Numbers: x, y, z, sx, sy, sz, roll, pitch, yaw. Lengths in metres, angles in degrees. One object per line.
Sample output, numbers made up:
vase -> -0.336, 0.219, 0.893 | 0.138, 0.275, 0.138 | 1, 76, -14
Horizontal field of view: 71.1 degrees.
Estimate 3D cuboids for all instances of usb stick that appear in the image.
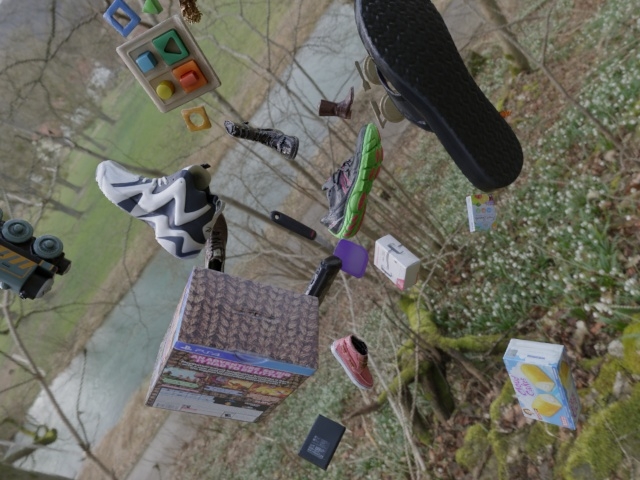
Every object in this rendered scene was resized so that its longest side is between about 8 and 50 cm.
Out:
usb stick -> -0.027, 0.155, 1.110 | 0.045, 0.077, 0.278 | 40, 120, 23

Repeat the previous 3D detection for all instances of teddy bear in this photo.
teddy bear -> -0.402, -0.819, 1.388 | 0.338, 0.113, 0.245 | 176, 84, -81

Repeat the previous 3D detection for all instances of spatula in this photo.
spatula -> 0.000, 0.000, 1.110 | 0.030, 0.296, 0.084 | -8, 56, 57

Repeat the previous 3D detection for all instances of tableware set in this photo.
tableware set -> 0.171, -0.406, 1.193 | 0.128, 0.194, 0.039 | -29, 17, -10

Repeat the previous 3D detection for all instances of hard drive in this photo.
hard drive -> 0.006, 0.594, 1.327 | 0.094, 0.022, 0.135 | 19, 47, 20

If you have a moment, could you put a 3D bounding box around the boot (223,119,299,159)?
boot -> -0.221, -0.372, 1.636 | 0.263, 0.228, 0.091 | 38, 116, 49

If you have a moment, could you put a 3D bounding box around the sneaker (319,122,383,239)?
sneaker -> 0.112, -0.246, 1.821 | 0.202, 0.185, 0.483 | 24, 104, 22

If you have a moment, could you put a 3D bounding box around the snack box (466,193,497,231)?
snack box -> 0.626, -0.106, 1.738 | 0.037, 0.100, 0.141 | 155, 111, -78

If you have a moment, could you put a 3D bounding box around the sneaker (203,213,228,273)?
sneaker -> -0.252, 0.019, 1.100 | 0.071, 0.066, 0.189 | 16, 106, 61

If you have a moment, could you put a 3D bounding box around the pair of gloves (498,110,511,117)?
pair of gloves -> 0.722, -0.480, 1.793 | 0.074, 0.083, 0.010 | -7, 42, -5

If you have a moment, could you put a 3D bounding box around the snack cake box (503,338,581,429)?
snack cake box -> 0.666, 0.427, 1.341 | 0.152, 0.265, 0.089 | -3, 33, 45

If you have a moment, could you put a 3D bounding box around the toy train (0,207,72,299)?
toy train -> -0.894, 0.035, 1.261 | 0.142, 0.333, 0.190 | -36, 28, 44

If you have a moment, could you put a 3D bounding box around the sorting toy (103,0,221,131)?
sorting toy -> -0.364, -0.410, 1.076 | 0.195, 0.348, 0.047 | -17, 38, 19

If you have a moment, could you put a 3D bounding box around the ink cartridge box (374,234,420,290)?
ink cartridge box -> 0.350, 0.099, 2.073 | 0.092, 0.159, 0.218 | -23, 46, -22

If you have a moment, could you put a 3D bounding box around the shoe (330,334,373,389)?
shoe -> 0.112, 0.349, 1.284 | 0.081, 0.178, 0.063 | -34, 7, 37

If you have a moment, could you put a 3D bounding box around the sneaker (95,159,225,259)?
sneaker -> -0.264, -0.095, 0.775 | 0.153, 0.235, 0.094 | -49, -12, 7

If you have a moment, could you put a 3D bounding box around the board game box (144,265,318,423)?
board game box -> -0.167, 0.208, 0.826 | 0.291, 0.231, 0.141 | -53, 27, 43

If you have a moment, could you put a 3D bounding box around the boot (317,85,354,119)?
boot -> 0.046, -0.437, 1.408 | 0.037, 0.114, 0.107 | -70, -11, -65

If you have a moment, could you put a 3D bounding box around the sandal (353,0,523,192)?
sandal -> 0.190, -0.268, 0.807 | 0.167, 0.446, 0.107 | -40, 9, -26
